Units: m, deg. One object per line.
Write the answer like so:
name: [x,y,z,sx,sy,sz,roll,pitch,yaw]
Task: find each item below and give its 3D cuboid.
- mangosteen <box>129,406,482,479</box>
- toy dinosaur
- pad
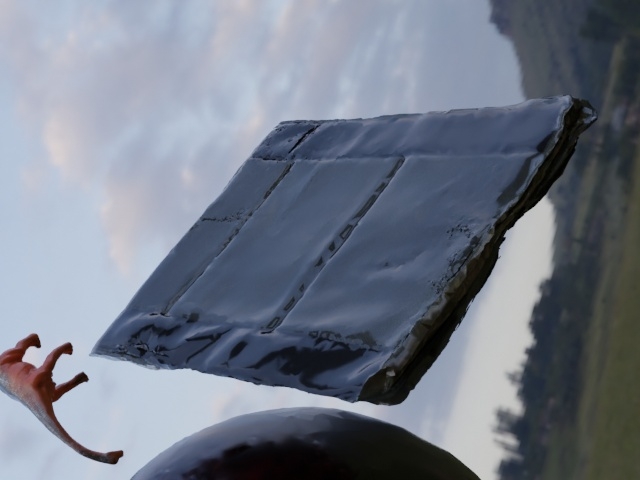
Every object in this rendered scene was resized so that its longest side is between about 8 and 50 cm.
mangosteen: [-0.008,0.196,0.715,0.261,0.235,0.235,102,-175,-88]
toy dinosaur: [-0.297,0.155,1.456,0.101,0.279,0.055,-35,-44,-42]
pad: [0.000,0.000,0.623,0.022,0.233,0.174,50,-119,-26]
